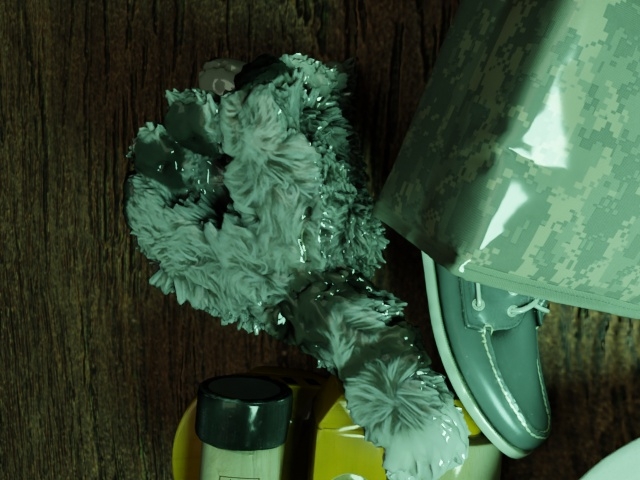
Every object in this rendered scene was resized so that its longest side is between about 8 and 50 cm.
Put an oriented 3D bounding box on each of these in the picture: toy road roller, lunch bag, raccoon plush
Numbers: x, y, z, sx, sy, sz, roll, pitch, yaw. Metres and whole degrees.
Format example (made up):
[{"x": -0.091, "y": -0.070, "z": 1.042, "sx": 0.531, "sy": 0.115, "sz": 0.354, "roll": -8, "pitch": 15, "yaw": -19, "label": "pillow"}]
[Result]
[{"x": 0.010, "y": 0.230, "z": 0.841, "sx": 0.330, "sy": 0.240, "sz": 0.202, "roll": 4, "pitch": 96, "yaw": -3, "label": "toy road roller"}, {"x": 0.225, "y": -0.071, "z": 0.623, "sx": 0.235, "sy": 0.287, "sz": 0.169, "roll": -69, "pitch": 26, "yaw": 12, "label": "lunch bag"}, {"x": 0.000, "y": 0.000, "z": 0.789, "sx": 0.216, "sy": 0.299, "sz": 0.446, "roll": -26, "pitch": 91, "yaw": 27, "label": "raccoon plush"}]

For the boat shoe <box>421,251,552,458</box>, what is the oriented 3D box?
[{"x": 0.165, "y": 0.041, "z": 0.744, "sx": 0.099, "sy": 0.116, "sz": 0.319, "roll": -25, "pitch": 73, "yaw": 35, "label": "boat shoe"}]

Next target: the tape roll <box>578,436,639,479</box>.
[{"x": 0.340, "y": 0.322, "z": 0.573, "sx": 0.392, "sy": 0.072, "sz": 0.392, "roll": -7, "pitch": 68, "yaw": 19, "label": "tape roll"}]
